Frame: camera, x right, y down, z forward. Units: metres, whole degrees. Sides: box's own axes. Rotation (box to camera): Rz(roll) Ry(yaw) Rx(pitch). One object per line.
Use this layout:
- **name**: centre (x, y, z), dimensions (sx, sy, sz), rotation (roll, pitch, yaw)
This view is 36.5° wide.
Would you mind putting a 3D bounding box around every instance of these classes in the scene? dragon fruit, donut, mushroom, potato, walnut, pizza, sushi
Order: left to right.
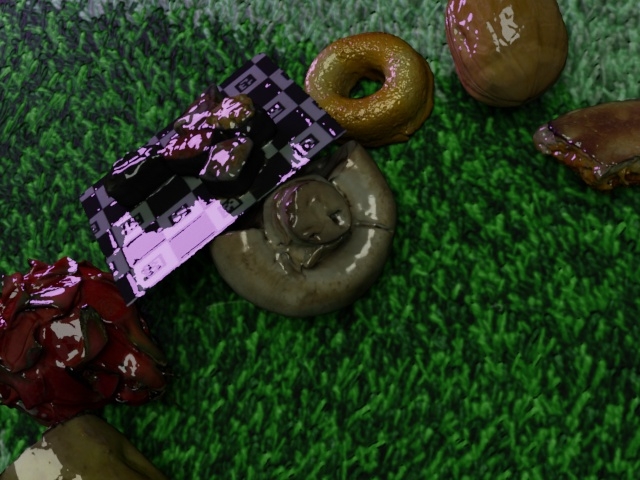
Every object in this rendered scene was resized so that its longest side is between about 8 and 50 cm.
- **dragon fruit**: centre (-0.317, 0.150, 1.295), dimensions (0.293, 0.234, 0.233), rotation (36, 84, 7)
- **potato**: centre (-0.264, 0.377, 1.210), dimensions (0.266, 0.229, 0.229), rotation (42, 86, 13)
- **sushi**: centre (-0.182, -0.121, 1.323), dimensions (0.359, 0.064, 0.343), rotation (-39, 36, 0)
- **mushroom**: centre (0.000, 0.000, 1.259), dimensions (0.254, 0.195, 0.189), rotation (-41, 100, -14)
- **donut**: centre (0.065, -0.222, 1.382), dimensions (0.190, 0.074, 0.174), rotation (7, 75, 16)
- **walnut**: centre (0.249, -0.275, 1.305), dimensions (0.165, 0.165, 0.197), rotation (-24, 71, 5)
- **pizza**: centre (0.429, -0.114, 1.254), dimensions (0.306, 0.085, 0.161), rotation (7, 53, 14)
